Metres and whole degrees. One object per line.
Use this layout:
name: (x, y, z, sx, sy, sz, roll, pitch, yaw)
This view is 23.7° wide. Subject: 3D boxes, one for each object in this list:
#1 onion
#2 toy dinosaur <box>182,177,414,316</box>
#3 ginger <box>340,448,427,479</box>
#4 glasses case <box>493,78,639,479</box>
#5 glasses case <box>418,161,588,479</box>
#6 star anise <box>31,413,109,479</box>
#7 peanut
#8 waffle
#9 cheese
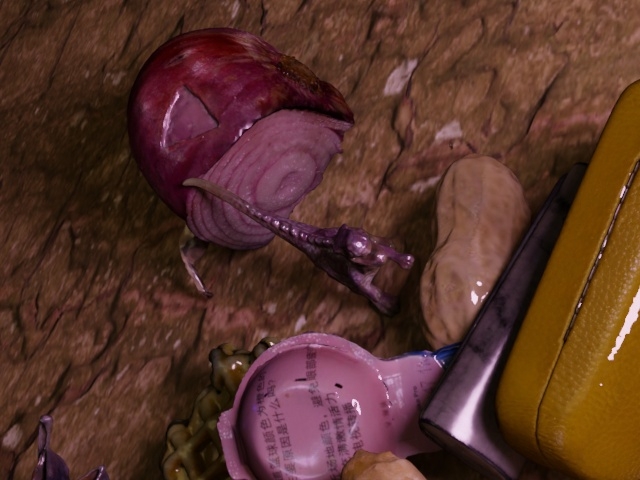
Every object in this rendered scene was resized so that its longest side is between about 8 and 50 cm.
onion: (-0.115, -0.136, 1.777, 0.272, 0.256, 0.230, -35, 59, -2)
toy dinosaur: (0.003, -0.004, 1.621, 0.251, 0.200, 0.072, 35, 93, 44)
ginger: (0.139, 0.395, 1.312, 0.348, 0.122, 0.363, 14, 86, 31)
glasses case: (0.299, 0.042, 1.352, 0.141, 0.173, 0.371, 16, 79, 46)
glasses case: (0.210, 0.077, 1.427, 0.299, 0.114, 0.060, -57, 11, -16)
star anise: (-0.307, 0.335, 1.766, 0.230, 0.081, 0.262, -17, 66, 33)
peanut: (0.156, 0.023, 1.526, 0.123, 0.123, 0.256, -16, 57, 33)
waffle: (-0.040, 0.244, 1.600, 0.317, 0.073, 0.297, 3, 73, 34)
cheese: (0.032, 0.173, 1.482, 0.286, 0.074, 0.189, -17, 89, 17)
